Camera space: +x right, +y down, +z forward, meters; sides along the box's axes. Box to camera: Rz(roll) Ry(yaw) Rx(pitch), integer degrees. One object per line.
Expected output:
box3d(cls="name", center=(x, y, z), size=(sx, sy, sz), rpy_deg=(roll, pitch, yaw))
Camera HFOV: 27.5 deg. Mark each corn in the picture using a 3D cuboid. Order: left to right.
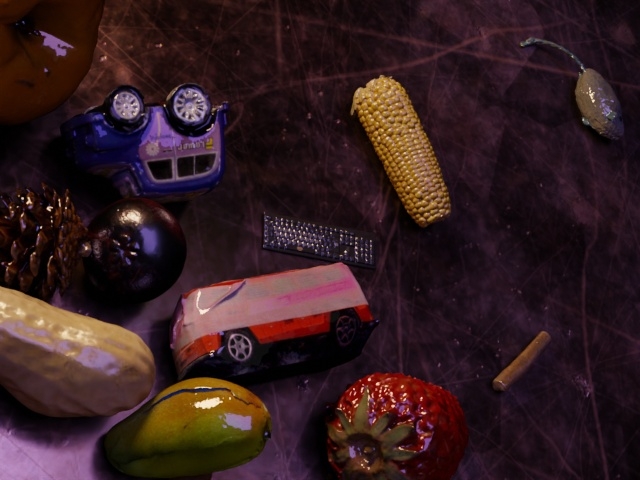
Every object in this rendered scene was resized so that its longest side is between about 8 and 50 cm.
box3d(cls="corn", center=(0.137, -0.147, 2.146), size=(0.091, 0.091, 0.260), rpy_deg=(-21, 84, -37))

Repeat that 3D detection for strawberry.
box3d(cls="strawberry", center=(0.130, 0.283, 1.914), size=(0.244, 0.205, 0.205), rpy_deg=(-12, 74, -55))

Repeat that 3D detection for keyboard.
box3d(cls="keyboard", center=(0.000, 0.000, 2.050), size=(0.198, 0.010, 0.064), rpy_deg=(11, 66, -25))

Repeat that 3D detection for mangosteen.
box3d(cls="mangosteen", center=(-0.258, 0.016, 1.827), size=(0.152, 0.152, 0.152), rpy_deg=(12, 63, -25))

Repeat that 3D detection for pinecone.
box3d(cls="pinecone", center=(-0.392, 0.003, 1.746), size=(0.173, 0.173, 0.174), rpy_deg=(12, 63, -25))

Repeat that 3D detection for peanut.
box3d(cls="peanut", center=(-0.372, 0.150, 1.696), size=(0.318, 0.147, 0.148), rpy_deg=(17, 61, -10))

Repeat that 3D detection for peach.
box3d(cls="peach", center=(-0.458, -0.325, 1.748), size=(0.301, 0.343, 0.343), rpy_deg=(29, 49, 27))

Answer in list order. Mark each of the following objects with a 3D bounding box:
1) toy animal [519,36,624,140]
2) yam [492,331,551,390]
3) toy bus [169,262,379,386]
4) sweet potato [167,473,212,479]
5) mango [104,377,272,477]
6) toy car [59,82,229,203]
box3d(cls="toy animal", center=(0.483, -0.294, 2.421), size=(0.253, 0.070, 0.079), rpy_deg=(53, 38, 5))
box3d(cls="yam", center=(0.331, 0.198, 2.133), size=(0.032, 0.032, 0.145), rpy_deg=(51, 53, 0))
box3d(cls="toy bus", center=(-0.075, 0.128, 1.882), size=(0.302, 0.127, 0.147), rpy_deg=(-7, 67, -30))
box3d(cls="sweet potato", center=(-0.204, 0.361, 1.746), size=(0.078, 0.058, 0.255), rpy_deg=(33, 57, 7))
box3d(cls="mango", center=(-0.180, 0.249, 1.733), size=(0.232, 0.111, 0.125), rpy_deg=(-9, 46, 12))
box3d(cls="toy car", center=(-0.250, -0.131, 1.882), size=(0.235, 0.172, 0.158), rpy_deg=(-5, 85, -26))
